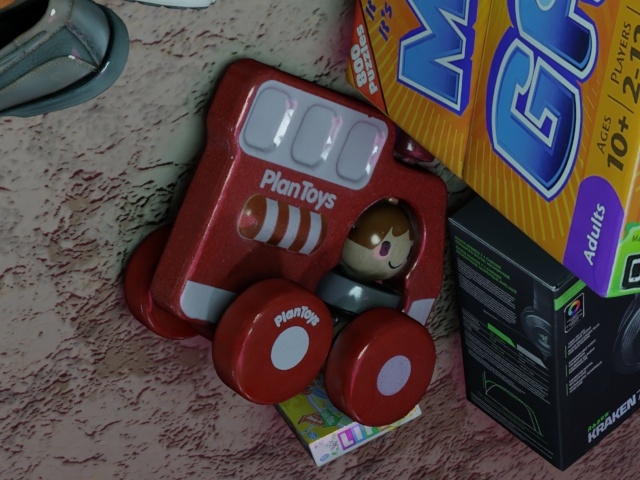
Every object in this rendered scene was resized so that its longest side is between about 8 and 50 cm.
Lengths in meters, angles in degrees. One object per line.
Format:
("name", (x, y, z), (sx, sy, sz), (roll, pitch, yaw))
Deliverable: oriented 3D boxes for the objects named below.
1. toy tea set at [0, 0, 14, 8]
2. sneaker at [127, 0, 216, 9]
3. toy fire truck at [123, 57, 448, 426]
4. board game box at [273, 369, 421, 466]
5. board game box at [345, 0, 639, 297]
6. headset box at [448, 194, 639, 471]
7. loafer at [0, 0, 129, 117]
("toy tea set", (-0.158, -0.304, 1.228), (0.336, 0.124, 0.200), (-49, 167, -21))
("sneaker", (-0.179, -0.235, 1.347), (0.279, 0.107, 0.118), (2, 110, -39))
("toy fire truck", (0.000, 0.000, 1.644), (0.302, 0.169, 0.254), (16, 101, -43))
("board game box", (0.013, 0.135, 1.773), (0.103, 0.154, 0.026), (-26, 119, -10))
("board game box", (0.275, -0.218, 1.397), (0.357, 0.356, 0.356), (-8, 122, -28))
("headset box", (0.251, 0.022, 1.793), (0.246, 0.131, 0.283), (-37, 143, -24))
("loafer", (-0.263, -0.114, 1.345), (0.268, 0.096, 0.084), (-18, 152, 18))
